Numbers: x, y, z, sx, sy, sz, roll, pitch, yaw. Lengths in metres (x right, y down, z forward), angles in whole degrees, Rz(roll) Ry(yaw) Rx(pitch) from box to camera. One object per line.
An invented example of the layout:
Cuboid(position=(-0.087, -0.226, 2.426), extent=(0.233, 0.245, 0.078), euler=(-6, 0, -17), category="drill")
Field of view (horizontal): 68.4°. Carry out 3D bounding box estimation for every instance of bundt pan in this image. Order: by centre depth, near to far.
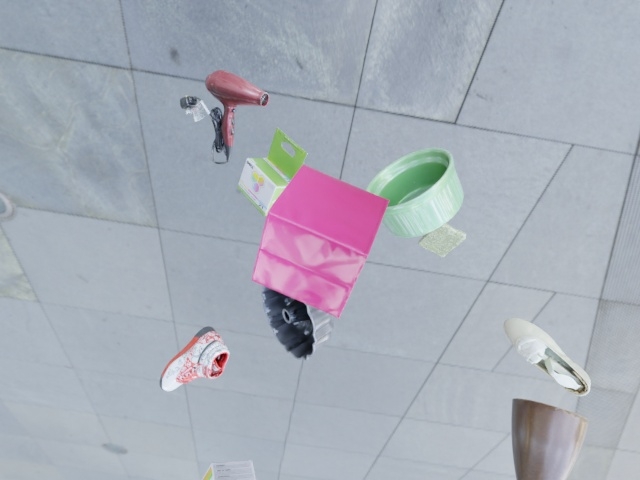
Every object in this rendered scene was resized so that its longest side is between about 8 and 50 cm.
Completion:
Cuboid(position=(-0.071, 0.242, 1.650), extent=(0.124, 0.331, 0.330), euler=(-21, 149, -34), category="bundt pan")

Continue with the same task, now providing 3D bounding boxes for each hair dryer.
Cuboid(position=(-0.248, -0.356, 1.305), extent=(0.294, 0.080, 0.223), euler=(-18, 109, 43), category="hair dryer")

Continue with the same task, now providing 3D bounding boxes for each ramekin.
Cuboid(position=(0.308, -0.149, 1.521), extent=(0.303, 0.303, 0.148), euler=(-21, 122, 26), category="ramekin")

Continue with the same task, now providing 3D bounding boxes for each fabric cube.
Cuboid(position=(0.000, 0.000, 1.258), extent=(0.258, 0.254, 0.259), euler=(23, 131, 3), category="fabric cube")

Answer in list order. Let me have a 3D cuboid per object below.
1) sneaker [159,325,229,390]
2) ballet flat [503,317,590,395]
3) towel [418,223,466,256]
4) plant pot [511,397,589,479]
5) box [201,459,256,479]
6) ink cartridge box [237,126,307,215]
Cuboid(position=(-0.418, 0.430, 1.571), extent=(0.270, 0.145, 0.090), euler=(-50, 143, -1), category="sneaker")
Cuboid(position=(0.559, 0.291, 1.166), extent=(0.248, 0.086, 0.086), euler=(39, 134, 8), category="ballet flat")
Cuboid(position=(0.399, -0.004, 1.556), extent=(0.110, 0.027, 0.148), euler=(27, 143, -6), category="towel")
Cuboid(position=(0.663, 0.620, 1.403), extent=(0.215, 0.230, 0.215), euler=(18, 160, 7), category="plant pot")
Cuboid(position=(-0.253, 0.668, 1.207), extent=(0.114, 0.103, 0.203), euler=(11, 124, -30), category="box")
Cuboid(position=(-0.175, -0.245, 1.665), extent=(0.097, 0.189, 0.255), euler=(-12, 137, -44), category="ink cartridge box")
